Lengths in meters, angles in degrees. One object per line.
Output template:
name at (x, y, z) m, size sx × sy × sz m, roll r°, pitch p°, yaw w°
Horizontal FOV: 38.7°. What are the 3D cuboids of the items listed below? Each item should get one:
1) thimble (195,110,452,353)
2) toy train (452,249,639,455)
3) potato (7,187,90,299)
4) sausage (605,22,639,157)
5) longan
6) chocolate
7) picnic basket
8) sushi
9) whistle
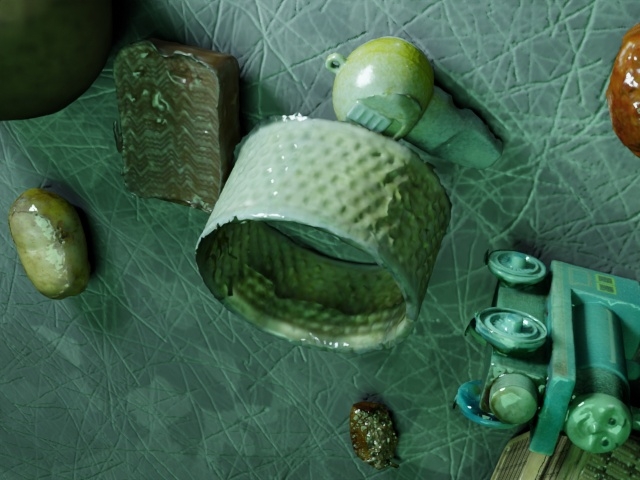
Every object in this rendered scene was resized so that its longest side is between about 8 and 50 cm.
thimble at (0.000, 0.000, 1.031) m, size 0.271 × 0.150 × 0.270 m, roll 14°, pitch 145°, yaw 10°
toy train at (0.251, 0.113, 0.960) m, size 0.194 × 0.298 × 0.120 m, roll 15°, pitch 114°, yaw 8°
potato at (-0.379, 0.006, 1.285) m, size 0.107 × 0.080 × 0.170 m, roll -1°, pitch 113°, yaw 31°
sausage at (0.398, -0.163, 0.835) m, size 0.268 × 0.153 × 0.141 m, roll -20°, pitch 107°, yaw 29°
longan at (-0.398, -0.275, 1.037) m, size 0.350 × 0.288 × 0.288 m, roll 9°, pitch 119°, yaw 24°
chocolate at (-0.167, -0.146, 1.111) m, size 0.149 × 0.093 × 0.214 m, roll 13°, pitch 121°, yaw 14°
picnic basket at (0.276, 0.333, 1.033) m, size 0.175 × 0.228 × 0.313 m, roll 28°, pitch 162°, yaw 5°
sushi at (0.077, 0.270, 1.258) m, size 0.055 × 0.052 × 0.120 m, roll 7°, pitch 117°, yaw 36°
whistle at (0.104, -0.151, 1.006) m, size 0.223 × 0.122 × 0.123 m, roll 26°, pitch 125°, yaw -16°
